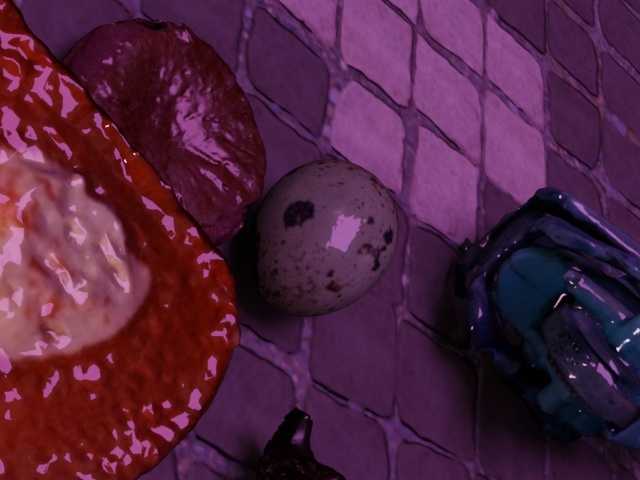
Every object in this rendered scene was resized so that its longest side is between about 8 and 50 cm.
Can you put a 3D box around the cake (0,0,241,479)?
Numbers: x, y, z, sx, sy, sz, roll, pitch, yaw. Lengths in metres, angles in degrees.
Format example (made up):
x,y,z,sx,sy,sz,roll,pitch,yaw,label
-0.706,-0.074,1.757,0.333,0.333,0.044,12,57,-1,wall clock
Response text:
x,y,z,sx,sy,sz,roll,pitch,yaw,label
-0.176,0.001,0.630,0.283,0.151,0.177,53,56,-22,cake

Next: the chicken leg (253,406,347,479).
x,y,z,sx,sy,sz,roll,pitch,yaw,label
-0.007,0.204,0.800,0.105,0.063,0.234,26,54,-35,chicken leg

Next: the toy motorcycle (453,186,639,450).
x,y,z,sx,sy,sz,roll,pitch,yaw,label
0.206,0.065,1.085,0.260,0.154,0.206,26,28,-50,toy motorcycle

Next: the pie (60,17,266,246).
x,y,z,sx,sy,sz,roll,pitch,yaw,label
-0.091,-0.058,0.858,0.153,0.038,0.153,25,54,-40,pie

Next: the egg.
x,y,z,sx,sy,sz,roll,pitch,yaw,label
0.000,0.000,0.902,0.085,0.085,0.110,51,51,-19,egg
